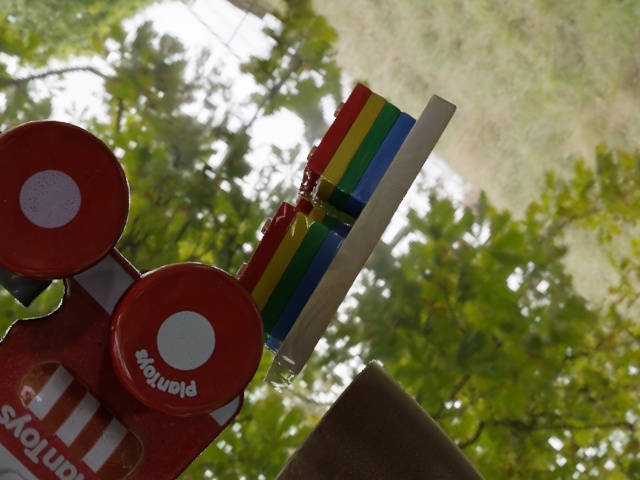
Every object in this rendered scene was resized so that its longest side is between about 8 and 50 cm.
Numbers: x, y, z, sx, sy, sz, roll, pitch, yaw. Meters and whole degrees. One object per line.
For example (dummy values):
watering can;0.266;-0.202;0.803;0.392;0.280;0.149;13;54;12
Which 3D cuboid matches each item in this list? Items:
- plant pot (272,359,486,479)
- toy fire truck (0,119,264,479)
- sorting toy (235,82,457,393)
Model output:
plant pot;0.067;0.245;0.764;0.230;0.215;0.215;37;-160;9
toy fire truck;-0.203;0.074;0.685;0.302;0.254;0.169;47;164;-11
sorting toy;0.000;0.000;0.917;0.089;0.255;0.257;31;167;2
